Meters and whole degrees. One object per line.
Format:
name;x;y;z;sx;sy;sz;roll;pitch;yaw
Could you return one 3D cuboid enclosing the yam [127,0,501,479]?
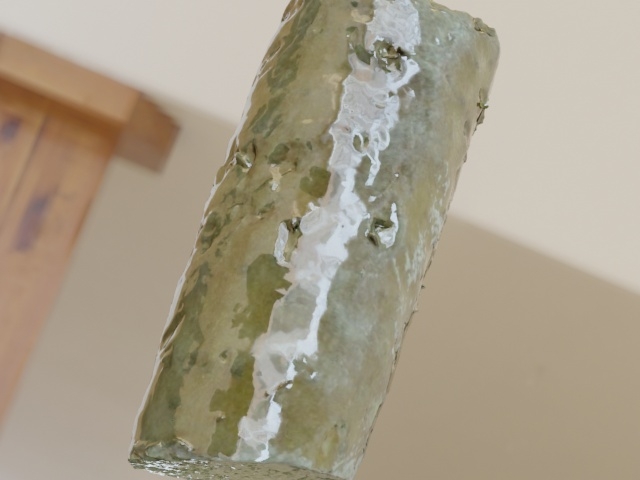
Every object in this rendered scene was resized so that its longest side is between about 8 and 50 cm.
yam;0.000;0.000;0.609;0.078;0.078;0.179;127;-17;-65
